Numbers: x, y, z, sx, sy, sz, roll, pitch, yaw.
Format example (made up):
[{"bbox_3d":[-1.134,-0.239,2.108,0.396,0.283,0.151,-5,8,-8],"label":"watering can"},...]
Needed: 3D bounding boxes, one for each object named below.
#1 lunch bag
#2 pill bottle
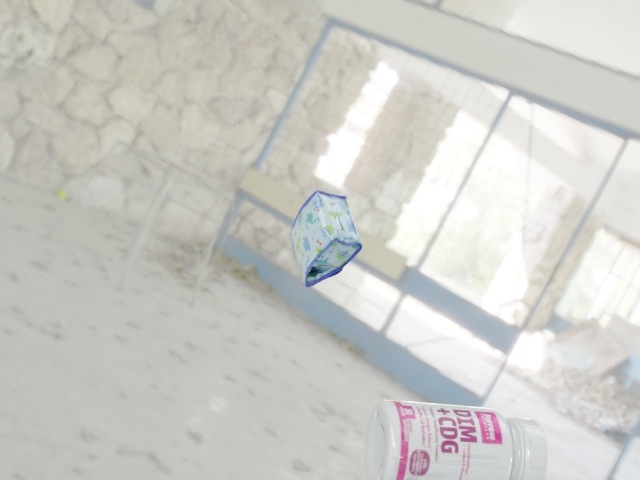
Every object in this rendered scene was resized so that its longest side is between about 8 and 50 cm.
[{"bbox_3d":[0.000,0.000,1.941,0.096,0.151,0.128,13,46,-37],"label":"lunch bag"},{"bbox_3d":[0.230,0.362,1.704,0.283,0.160,0.160,6,8,-13],"label":"pill bottle"}]
